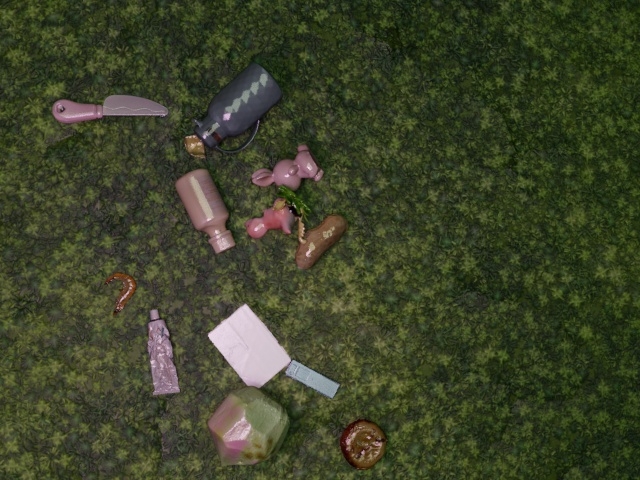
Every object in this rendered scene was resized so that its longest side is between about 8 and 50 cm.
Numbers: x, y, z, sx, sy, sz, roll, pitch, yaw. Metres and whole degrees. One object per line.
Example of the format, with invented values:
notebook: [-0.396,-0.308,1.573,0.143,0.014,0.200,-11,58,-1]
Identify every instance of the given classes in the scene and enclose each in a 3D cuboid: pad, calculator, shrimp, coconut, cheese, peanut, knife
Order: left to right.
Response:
knife: [-0.640,-0.406,1.755,0.335,0.043,0.081,-6,79,-14]
shrimp: [-0.606,0.160,1.706,0.090,0.025,0.127,19,79,-5]
cheese: [-0.386,-0.282,1.767,0.060,0.041,0.084,-11,71,-16]
coconut: [-0.214,0.541,1.638,0.204,0.236,0.236,26,81,30]
pad: [-0.217,0.327,1.753,0.156,0.004,0.232,-39,91,-9]
calculator: [-0.027,0.427,1.762,0.171,0.018,0.057,28,83,-4]
peanut: [0.000,0.000,1.767,0.214,0.099,0.100,-39,91,-9]

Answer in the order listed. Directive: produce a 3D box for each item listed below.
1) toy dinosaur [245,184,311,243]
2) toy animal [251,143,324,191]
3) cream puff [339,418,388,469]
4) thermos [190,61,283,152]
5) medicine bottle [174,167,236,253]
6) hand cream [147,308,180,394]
toy dinosaur: [-0.135,-0.069,1.710,0.194,0.152,0.177,34,82,35]
toy animal: [-0.103,-0.201,1.772,0.212,0.124,0.125,-23,88,12]
cream puff: [0.128,0.614,1.734,0.148,0.084,0.149,1,85,-11]
thermos: [-0.251,-0.390,1.753,0.286,0.145,0.182,-45,125,-7]
medicine bottle: [-0.336,-0.084,1.718,0.114,0.114,0.253,-26,88,-9]
hand cream: [-0.474,0.331,1.700,0.083,0.050,0.257,-7,89,-11]
